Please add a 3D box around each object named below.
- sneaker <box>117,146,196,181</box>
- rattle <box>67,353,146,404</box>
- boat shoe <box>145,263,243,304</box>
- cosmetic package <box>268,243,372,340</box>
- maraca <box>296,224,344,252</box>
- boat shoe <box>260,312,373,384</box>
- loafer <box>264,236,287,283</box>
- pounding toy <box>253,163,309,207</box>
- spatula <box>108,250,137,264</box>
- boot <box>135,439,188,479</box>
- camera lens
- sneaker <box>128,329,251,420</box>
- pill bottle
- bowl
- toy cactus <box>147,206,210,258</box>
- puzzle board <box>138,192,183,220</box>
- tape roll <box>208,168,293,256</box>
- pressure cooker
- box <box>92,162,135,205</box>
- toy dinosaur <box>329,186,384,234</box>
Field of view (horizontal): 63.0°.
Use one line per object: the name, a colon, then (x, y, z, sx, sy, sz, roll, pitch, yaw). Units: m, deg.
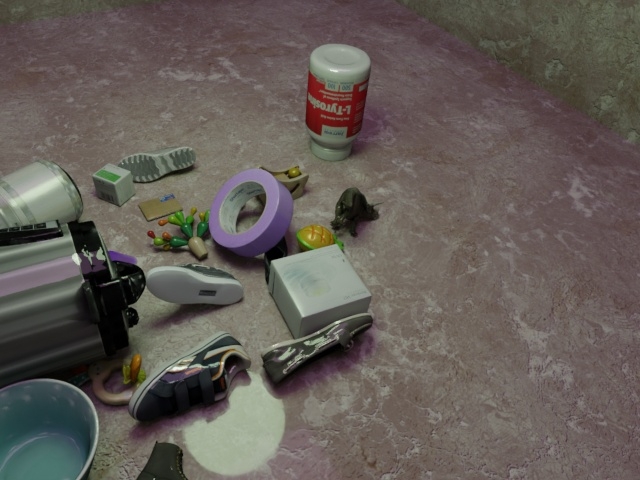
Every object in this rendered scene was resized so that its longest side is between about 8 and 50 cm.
sneaker: (-0.610, -0.288, 1.957, 0.281, 0.105, 0.115, -12, 18, -16)
rattle: (-0.548, 0.327, 1.310, 0.199, 0.143, 0.130, 20, 65, 5)
boat shoe: (-0.365, 0.113, 1.504, 0.301, 0.108, 0.102, 10, 26, -39)
cosmetic package: (-0.007, 0.152, 1.538, 0.224, 0.138, 0.225, -15, 50, -24)
maraca: (0.000, 0.000, 1.728, 0.185, 0.099, 0.127, -1, 41, -46)
boat shoe: (0.004, 0.298, 1.431, 0.335, 0.112, 0.096, -18, 62, -16)
loafer: (-0.142, 0.041, 1.677, 0.076, 0.078, 0.223, 3, 45, -4)
pounding toy: (-0.192, -0.220, 1.876, 0.269, 0.154, 0.155, -24, 53, -28)
spatula: (-0.729, 0.058, 1.623, 0.296, 0.030, 0.084, 7, 47, 0)
boot: (-0.313, 0.530, 1.183, 0.197, 0.077, 0.137, 12, 40, 3)
camera lens: (-0.912, -0.110, 1.634, 0.219, 0.219, 0.274, 32, 50, 23)
sneaker: (-0.316, 0.354, 1.315, 0.127, 0.126, 0.321, 31, 48, 29)
pill bottle: (0.058, -0.523, 2.027, 0.228, 0.408, 0.229, 3, 45, -3)
bowl: (-0.625, 0.477, 1.129, 0.311, 0.163, 0.312, 3, 46, -3)
toy cactus: (-0.430, -0.014, 1.702, 0.219, 0.112, 0.181, -27, 73, -32)
puzzle board: (-0.560, -0.117, 1.832, 0.128, 0.011, 0.096, -21, 50, -26)
tape roll: (-0.225, -0.089, 1.679, 0.274, 0.090, 0.275, -14, 60, 26)
pressure cooker: (-0.654, 0.144, 1.306, 0.420, 0.376, 0.370, -16, 55, -24)
box: (-0.720, -0.195, 1.825, 0.101, 0.102, 0.087, 20, 45, 15)
toy dinosaur: (0.100, -0.117, 1.776, 0.121, 0.313, 0.160, 19, 83, 26)
